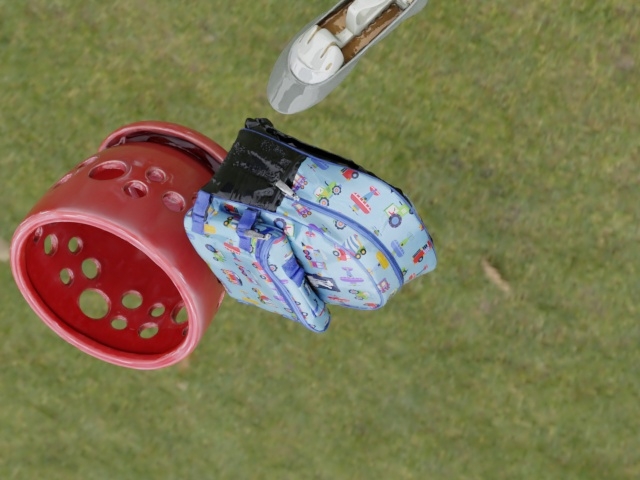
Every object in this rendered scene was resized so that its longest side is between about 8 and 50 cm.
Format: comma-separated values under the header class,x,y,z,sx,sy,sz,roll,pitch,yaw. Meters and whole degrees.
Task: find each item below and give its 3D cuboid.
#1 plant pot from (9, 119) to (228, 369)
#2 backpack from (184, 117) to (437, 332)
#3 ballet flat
class,x,y,z,sx,sy,sz,roll,pitch,yaw
plant pot,-0.164,-0.006,1.212,0.191,0.174,0.191,14,136,13
backpack,0.000,0.000,1.064,0.173,0.117,0.158,21,155,30
ballet flat,0.023,-0.214,1.335,0.213,0.068,0.072,-40,78,5
